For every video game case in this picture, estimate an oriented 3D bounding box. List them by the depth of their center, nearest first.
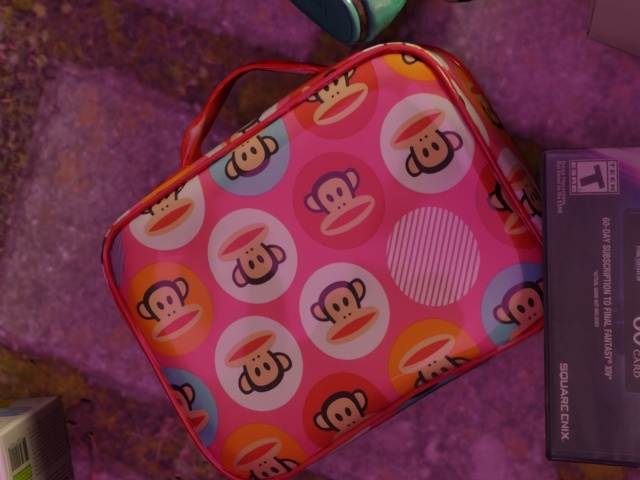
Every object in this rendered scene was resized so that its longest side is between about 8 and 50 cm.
[{"bbox_3d":[0.260,0.041,0.886,0.274,0.026,0.196,0,93,32],"label":"video game case"}]

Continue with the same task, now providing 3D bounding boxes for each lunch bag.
[{"bbox_3d":[0.000,0.000,1.042,0.293,0.120,0.258,-30,90,16],"label":"lunch bag"}]

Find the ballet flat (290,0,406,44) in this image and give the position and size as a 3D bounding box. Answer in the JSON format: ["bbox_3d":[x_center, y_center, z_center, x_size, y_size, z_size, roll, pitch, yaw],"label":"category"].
[{"bbox_3d":[-0.030,-0.221,1.037,0.247,0.083,0.087,38,62,24],"label":"ballet flat"}]

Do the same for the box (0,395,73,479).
[{"bbox_3d":[-0.302,0.187,1.146,0.203,0.114,0.103,-6,98,14],"label":"box"}]

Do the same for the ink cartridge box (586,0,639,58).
[{"bbox_3d":[0.330,-0.180,0.902,0.289,0.121,0.211,23,80,10],"label":"ink cartridge box"}]

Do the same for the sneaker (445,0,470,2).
[{"bbox_3d":[0.124,-0.319,0.966,0.180,0.124,0.321,-8,105,6],"label":"sneaker"}]
